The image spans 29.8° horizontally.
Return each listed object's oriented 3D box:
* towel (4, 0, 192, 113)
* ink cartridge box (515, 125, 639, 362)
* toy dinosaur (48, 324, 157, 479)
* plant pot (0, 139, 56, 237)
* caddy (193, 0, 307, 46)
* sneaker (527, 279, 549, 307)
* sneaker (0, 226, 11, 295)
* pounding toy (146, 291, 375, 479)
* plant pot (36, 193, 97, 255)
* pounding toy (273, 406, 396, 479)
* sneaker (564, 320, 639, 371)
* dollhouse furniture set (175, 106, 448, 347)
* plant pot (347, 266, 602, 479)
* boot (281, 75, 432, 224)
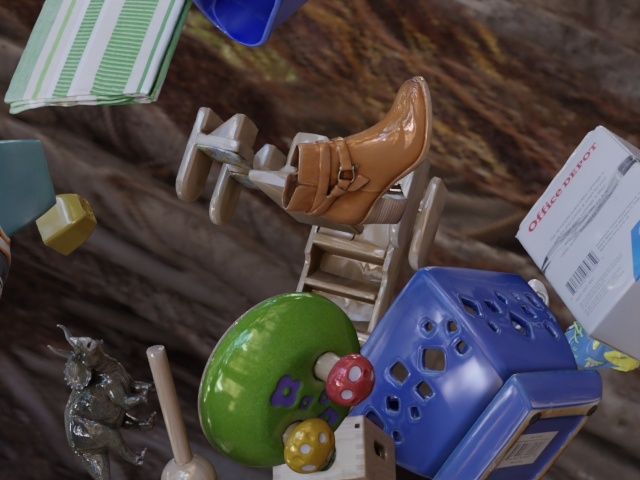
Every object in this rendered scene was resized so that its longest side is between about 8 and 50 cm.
[{"bbox_3d":[-0.361,-0.320,1.965,0.038,0.325,0.248,43,-124,-48],"label":"towel"},{"bbox_3d":[0.448,0.000,1.782,0.223,0.129,0.307,-55,26,18],"label":"ink cartridge box"},{"bbox_3d":[-0.352,0.279,1.952,0.121,0.160,0.313,-68,-13,-68],"label":"toy dinosaur"},{"bbox_3d":[-0.538,-0.075,1.832,0.234,0.165,0.166,-24,-71,-37],"label":"plant pot"},{"bbox_3d":[-0.122,-0.421,1.727,0.179,0.241,0.341,-42,-4,-19],"label":"caddy"},{"bbox_3d":[0.409,0.115,2.254,0.152,0.054,0.061,-74,-3,-55],"label":"sneaker"},{"bbox_3d":[-0.514,-0.046,1.499,0.126,0.321,0.127,-20,38,23],"label":"sneaker"},{"bbox_3d":[-0.032,0.158,1.123,0.237,0.110,0.183,-18,-60,-33],"label":"pounding toy"},{"bbox_3d":[-0.441,-0.037,2.099,0.083,0.081,0.081,-30,-23,7],"label":"plant pot"},{"bbox_3d":[0.020,0.232,1.354,0.141,0.130,0.100,48,-143,-57],"label":"pounding toy"},{"bbox_3d":[0.466,0.155,2.033,0.091,0.126,0.240,-93,-17,-44],"label":"sneaker"},{"bbox_3d":[0.000,0.000,1.902,0.394,0.362,0.256,41,-116,-66],"label":"dollhouse furniture set"},{"bbox_3d":[0.190,0.188,1.471,0.236,0.212,0.236,5,-55,-49],"label":"plant pot"},{"bbox_3d":[0.043,-0.107,1.420,0.073,0.152,0.197,-126,46,-61],"label":"boot"}]
